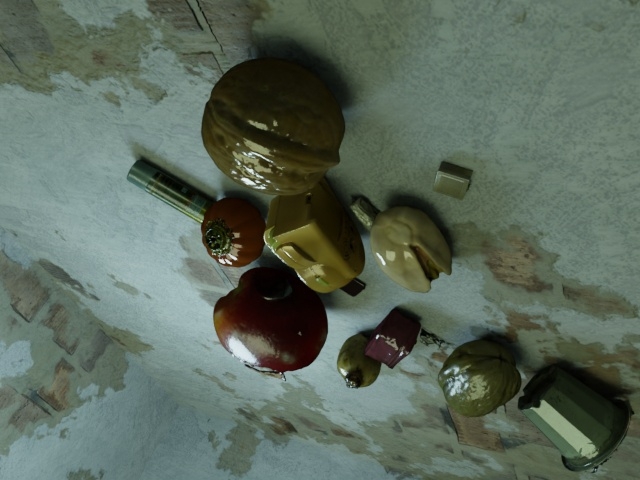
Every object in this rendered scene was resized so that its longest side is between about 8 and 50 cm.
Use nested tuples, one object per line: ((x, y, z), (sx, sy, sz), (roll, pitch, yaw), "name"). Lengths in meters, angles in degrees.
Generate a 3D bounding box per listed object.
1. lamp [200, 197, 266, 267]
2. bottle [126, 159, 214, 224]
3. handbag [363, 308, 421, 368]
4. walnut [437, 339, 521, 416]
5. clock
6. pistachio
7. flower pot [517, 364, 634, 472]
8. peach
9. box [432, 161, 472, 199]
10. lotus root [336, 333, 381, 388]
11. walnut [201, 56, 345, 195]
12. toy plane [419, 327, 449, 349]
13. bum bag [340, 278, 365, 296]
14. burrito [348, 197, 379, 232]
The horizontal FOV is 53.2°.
((-0.269, -0.025, 1.981), (0.223, 0.196, 0.223), (9, 108, 30), "lamp")
((-0.479, -0.155, 2.049), (0.286, 0.082, 0.082), (31, 148, -7), "bottle")
((0.247, 0.338, 2.175), (0.135, 0.146, 0.225), (29, 146, 3), "handbag")
((0.513, 0.440, 2.054), (0.282, 0.227, 0.283), (7, 140, 6), "walnut")
((0.000, 0.000, 1.789), (0.200, 0.244, 0.317), (-21, 130, 31), "clock")
((0.239, 0.027, 1.715), (0.187, 0.188, 0.299), (1, 147, 35), "pistachio")
((0.781, 0.539, 2.009), (0.259, 0.290, 0.290), (40, 148, 3), "flower pot")
((-0.169, 0.263, 2.196), (0.405, 0.335, 0.310), (26, 128, 9), "peach")
((0.320, -0.142, 1.537), (0.083, 0.035, 0.079), (19, 147, 10), "box")
((0.140, 0.437, 2.306), (0.160, 0.284, 0.146), (8, 114, 11), "lotus root")
((-0.103, -0.255, 1.454), (0.332, 0.333, 0.333), (19, 147, 13), "walnut")
((0.384, 0.344, 2.194), (0.120, 0.031, 0.049), (34, 139, -7), "toy plane")
((0.066, 0.135, 2.126), (0.159, 0.026, 0.109), (31, 147, -7), "bum bag")
((0.149, -0.052, 1.779), (0.058, 0.045, 0.188), (-25, 121, 32), "burrito")
